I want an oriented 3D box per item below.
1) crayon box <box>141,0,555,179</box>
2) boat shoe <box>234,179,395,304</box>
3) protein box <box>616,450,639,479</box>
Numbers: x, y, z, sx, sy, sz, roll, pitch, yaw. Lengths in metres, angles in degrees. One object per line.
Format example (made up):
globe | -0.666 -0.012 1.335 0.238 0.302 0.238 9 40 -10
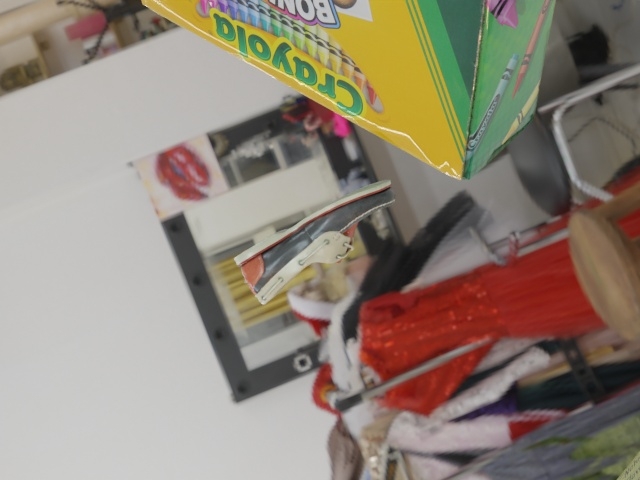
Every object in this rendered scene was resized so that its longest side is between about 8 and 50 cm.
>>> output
crayon box | 0.001 -0.173 0.543 0.278 0.081 0.165 32 147 27
boat shoe | 0.000 0.000 0.687 0.043 0.137 0.049 61 -162 2
protein box | 0.259 0.295 0.703 0.136 0.200 0.201 32 -160 6
